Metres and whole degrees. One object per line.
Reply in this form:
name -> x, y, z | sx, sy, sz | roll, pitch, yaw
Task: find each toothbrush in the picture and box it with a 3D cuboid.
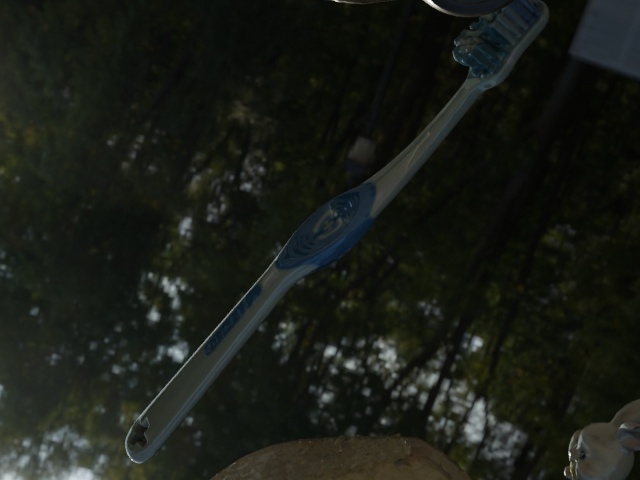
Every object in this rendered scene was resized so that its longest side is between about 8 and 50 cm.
toothbrush -> 0.003, 0.002, 0.664 | 0.040, 0.386, 0.040 | 38, -166, -11

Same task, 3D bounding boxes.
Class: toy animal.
toy animal -> 0.259, 0.208, 0.978 | 0.085, 0.124, 0.071 | 1, -162, 16

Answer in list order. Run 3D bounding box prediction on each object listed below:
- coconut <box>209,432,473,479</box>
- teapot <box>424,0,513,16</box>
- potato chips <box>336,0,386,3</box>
coconut -> 0.032, 0.395, 1.125 | 0.404, 0.405, 0.404 | 17, -163, -5
teapot -> 0.081, -0.143, 0.526 | 0.121, 0.076, 0.068 | 15, -148, -3
potato chips -> 0.063, -0.250, 0.806 | 0.208, 0.062, 0.195 | 2, -140, 14
